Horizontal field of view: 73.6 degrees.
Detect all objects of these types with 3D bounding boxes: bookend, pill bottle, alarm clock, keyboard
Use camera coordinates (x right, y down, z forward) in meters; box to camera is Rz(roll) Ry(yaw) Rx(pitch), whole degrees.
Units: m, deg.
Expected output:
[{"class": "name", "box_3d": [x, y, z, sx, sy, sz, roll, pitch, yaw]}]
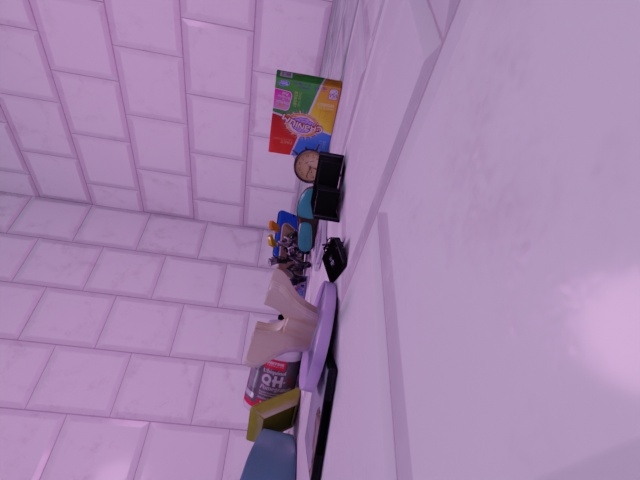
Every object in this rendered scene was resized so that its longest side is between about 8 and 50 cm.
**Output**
[{"class": "bookend", "box_3d": [0.024, -0.150, 1.171, 0.156, 0.072, 0.157, -102, 21, -70]}, {"class": "pill bottle", "box_3d": [-0.165, 0.462, 1.569, 0.176, 0.176, 0.319, -146, 69, -83]}, {"class": "alarm clock", "box_3d": [-0.037, -0.274, 1.683, 0.064, 0.129, 0.192, -101, -1, -75]}, {"class": "keyboard", "box_3d": [0.040, 0.037, 1.028, 0.192, 0.038, 0.100, 119, 135, -70]}]

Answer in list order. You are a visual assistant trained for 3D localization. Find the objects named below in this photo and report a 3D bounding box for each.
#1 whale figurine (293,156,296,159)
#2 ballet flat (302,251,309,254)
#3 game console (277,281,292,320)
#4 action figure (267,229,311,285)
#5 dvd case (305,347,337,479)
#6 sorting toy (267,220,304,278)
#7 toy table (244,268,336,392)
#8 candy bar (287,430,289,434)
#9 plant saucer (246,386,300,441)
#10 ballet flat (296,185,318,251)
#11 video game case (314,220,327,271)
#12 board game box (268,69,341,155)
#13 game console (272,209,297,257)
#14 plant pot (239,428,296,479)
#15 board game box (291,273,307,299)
[{"class": "whale figurine", "box_3d": [-0.033, -0.382, 1.883, 0.216, 0.141, 0.272, 107, 145, -57]}, {"class": "ballet flat", "box_3d": [-0.049, -0.012, 1.846, 0.057, 0.049, 0.173, -31, -32, -40]}, {"class": "game console", "box_3d": [-0.157, 0.317, 2.140, 0.213, 0.043, 0.362, 147, 134, -62]}, {"class": "action figure", "box_3d": [-0.136, 0.055, 1.802, 0.164, 0.140, 0.276, -67, 30, 26]}, {"class": "dvd case", "box_3d": [-0.002, 0.373, 0.957, 0.180, 0.022, 0.253, -134, 53, -82]}, {"class": "sorting toy", "box_3d": [-0.146, 0.041, 1.967, 0.307, 0.041, 0.229, 41, -130, -53]}, {"class": "toy table", "box_3d": [-0.066, 0.195, 0.994, 0.274, 0.160, 0.252, -80, 10, -53]}, {"class": "candy bar", "box_3d": [-0.137, 0.803, 1.642, 0.040, 0.018, 0.162, -87, 7, -67]}, {"class": "plant saucer", "box_3d": [-0.151, 0.605, 1.455, 0.045, 0.188, 0.189, 45, 135, 42]}, {"class": "ballet flat", "box_3d": [-0.048, -0.093, 1.691, 0.096, 0.095, 0.281, -68, -10, -63]}, {"class": "video game case", "box_3d": [0.000, 0.000, 1.435, 0.157, 0.019, 0.143, -88, 9, -45]}, {"class": "board game box", "box_3d": [-0.067, -0.471, 1.643, 0.064, 0.242, 0.317, -89, 8, -45]}, {"class": "game console", "box_3d": [-0.182, 0.016, 2.439, 0.173, 0.250, 0.293, -28, 49, 49]}, {"class": "plant pot", "box_3d": [-0.160, 0.726, 1.328, 0.234, 0.165, 0.166, -80, 2, -58]}, {"class": "board game box", "box_3d": [-0.101, 0.232, 1.870, 0.194, 0.060, 0.194, -113, 33, -78]}]
